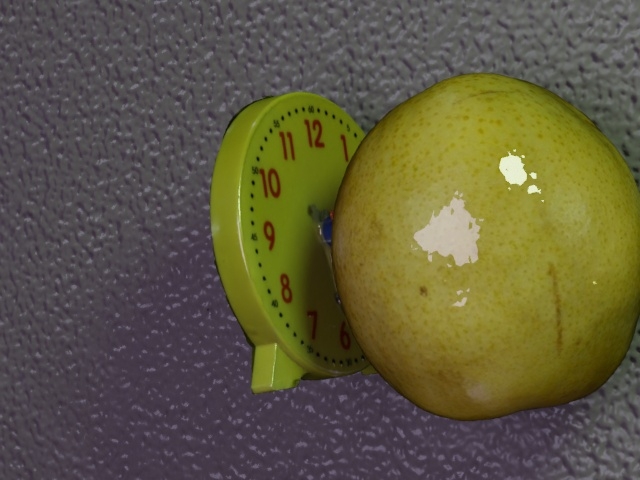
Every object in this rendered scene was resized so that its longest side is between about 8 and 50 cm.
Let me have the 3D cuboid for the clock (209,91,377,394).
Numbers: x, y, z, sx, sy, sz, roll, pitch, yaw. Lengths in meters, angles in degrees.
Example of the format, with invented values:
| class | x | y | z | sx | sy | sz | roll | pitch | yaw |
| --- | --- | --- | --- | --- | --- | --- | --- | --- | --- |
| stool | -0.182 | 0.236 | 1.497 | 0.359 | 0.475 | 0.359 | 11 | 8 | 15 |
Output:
| class | x | y | z | sx | sy | sz | roll | pitch | yaw |
| --- | --- | --- | --- | --- | --- | --- | --- | --- | --- |
| clock | 0.003 | -0.002 | 1.759 | 0.071 | 0.277 | 0.294 | -13 | 90 | 34 |

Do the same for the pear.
| class | x | y | z | sx | sy | sz | roll | pitch | yaw |
| --- | --- | --- | --- | --- | --- | --- | --- | --- | --- |
| pear | 0.152 | 0.006 | 1.665 | 0.314 | 0.314 | 0.314 | 1 | 91 | 30 |
